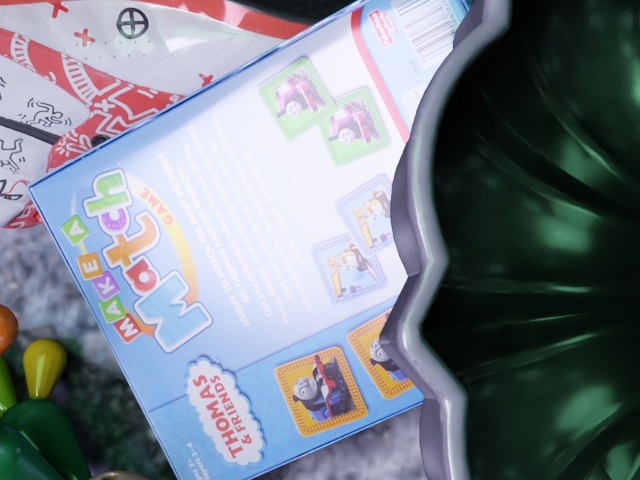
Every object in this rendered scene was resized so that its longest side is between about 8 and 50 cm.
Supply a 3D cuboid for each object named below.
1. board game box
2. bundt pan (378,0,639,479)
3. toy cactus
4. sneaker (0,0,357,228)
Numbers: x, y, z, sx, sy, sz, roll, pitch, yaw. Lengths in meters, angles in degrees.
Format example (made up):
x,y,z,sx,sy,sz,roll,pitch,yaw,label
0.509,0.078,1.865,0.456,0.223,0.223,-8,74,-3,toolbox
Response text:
x,y,z,sx,sy,sz,roll,pitch,yaw,label
0.000,0.000,0.679,0.211,0.039,0.160,-26,92,21,board game box
0.166,0.016,0.577,0.330,0.124,0.331,1,85,-15,bundt pan
-0.118,0.099,0.709,0.180,0.219,0.112,31,87,-20,toy cactus
-0.087,-0.076,0.753,0.270,0.145,0.090,4,43,-11,sneaker
